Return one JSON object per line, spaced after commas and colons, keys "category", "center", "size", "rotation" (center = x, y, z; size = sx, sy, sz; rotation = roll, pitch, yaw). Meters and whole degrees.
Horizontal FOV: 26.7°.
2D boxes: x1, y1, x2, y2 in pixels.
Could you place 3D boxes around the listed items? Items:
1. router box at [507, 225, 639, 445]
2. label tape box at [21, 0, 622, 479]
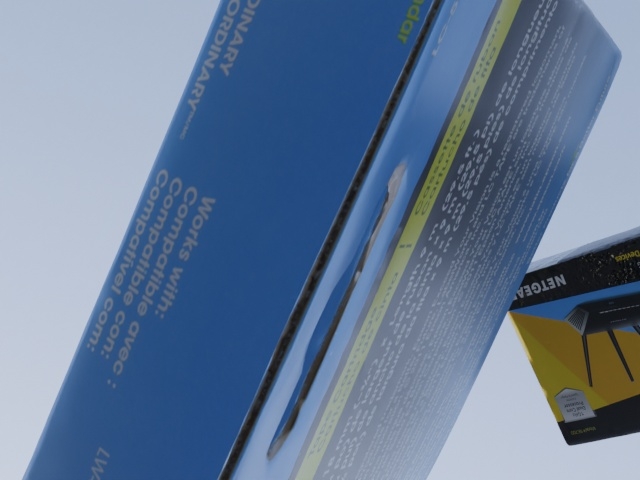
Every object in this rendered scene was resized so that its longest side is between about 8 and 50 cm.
{"category": "router box", "center": [0.221, 0.060, 0.924], "size": [0.179, 0.046, 0.133], "rotation": [-23, -87, 47]}
{"category": "label tape box", "center": [0.000, 0.000, 0.493], "size": [0.106, 0.334, 0.240], "rotation": [26, -83, 16]}
